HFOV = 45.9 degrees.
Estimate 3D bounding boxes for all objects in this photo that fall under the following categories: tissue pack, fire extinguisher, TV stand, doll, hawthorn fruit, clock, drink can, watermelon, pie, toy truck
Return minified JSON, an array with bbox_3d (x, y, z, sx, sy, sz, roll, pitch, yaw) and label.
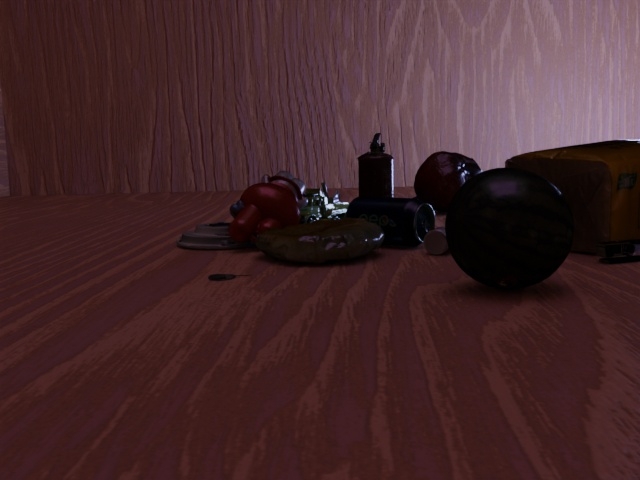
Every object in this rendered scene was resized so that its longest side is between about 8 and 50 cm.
[{"bbox_3d":[0.657,-0.113,1.754,0.382,0.228,0.293,-12,14,-33],"label":"tissue pack"},{"bbox_3d":[0.143,-0.142,1.952,0.105,0.268,0.105,-2,8,0],"label":"fire extinguisher"},{"bbox_3d":[0.670,0.017,1.529,0.249,0.042,0.036,-4,6,-17],"label":"TV stand"},{"bbox_3d":[-0.126,-0.073,1.858,0.161,0.130,0.290,34,41,-2],"label":"doll"},{"bbox_3d":[0.410,-0.191,2.555,0.230,0.210,0.266,-17,-1,-40],"label":"hawthorn fruit"},{"bbox_3d":[-0.246,-0.017,1.917,0.237,0.053,0.236,-2,9,0],"label":"clock"},{"bbox_3d":[0.165,-0.046,1.812,0.205,0.118,0.118,4,9,39],"label":"drink can"},{"bbox_3d":[0.316,-0.019,1.268,0.212,0.212,0.212,-1,8,0],"label":"watermelon"},{"bbox_3d":[0.000,0.000,1.675,0.307,0.071,0.306,-5,7,1],"label":"pie"},{"bbox_3d":[-0.023,-0.084,2.065,0.128,0.135,0.260,3,12,32],"label":"toy truck"}]

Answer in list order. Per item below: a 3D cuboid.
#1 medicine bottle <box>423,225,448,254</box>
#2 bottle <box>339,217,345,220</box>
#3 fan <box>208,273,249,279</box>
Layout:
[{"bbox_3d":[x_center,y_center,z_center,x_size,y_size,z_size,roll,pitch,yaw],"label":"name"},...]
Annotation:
[{"bbox_3d":[0.267,-0.001,1.682,0.057,0.057,0.089,2,8,24],"label":"medicine bottle"},{"bbox_3d":[0.067,-0.033,1.962,0.053,0.053,0.140,1,9,15],"label":"bottle"},{"bbox_3d":[-0.179,0.070,1.444,0.080,0.003,0.060,0,9,15],"label":"fan"}]
